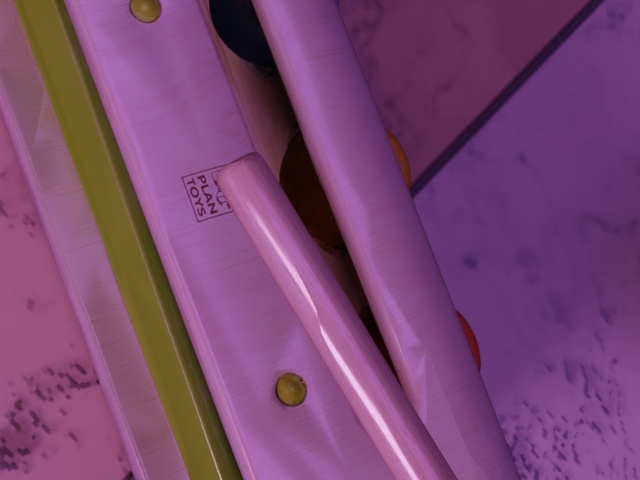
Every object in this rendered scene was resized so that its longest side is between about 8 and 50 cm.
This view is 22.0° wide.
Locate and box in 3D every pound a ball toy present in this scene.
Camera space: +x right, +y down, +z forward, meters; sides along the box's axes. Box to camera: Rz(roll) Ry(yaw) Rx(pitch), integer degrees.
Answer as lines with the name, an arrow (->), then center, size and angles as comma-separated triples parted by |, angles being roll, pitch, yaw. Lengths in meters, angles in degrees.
pound a ball toy -> 0.000, 0.000, 0.610 | 0.135, 0.208, 0.319 | -19, 84, -27
